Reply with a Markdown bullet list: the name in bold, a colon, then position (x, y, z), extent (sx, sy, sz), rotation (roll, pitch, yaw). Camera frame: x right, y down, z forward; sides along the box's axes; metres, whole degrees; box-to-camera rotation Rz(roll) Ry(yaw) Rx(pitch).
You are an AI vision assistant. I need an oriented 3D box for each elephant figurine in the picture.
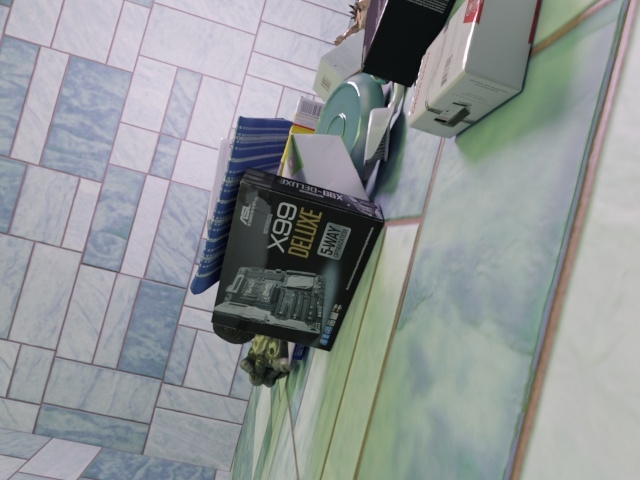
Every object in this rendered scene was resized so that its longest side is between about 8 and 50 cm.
- **elephant figurine**: position (-0.134, 0.339, 1.306), extent (0.169, 0.186, 0.239), rotation (-19, -28, -44)

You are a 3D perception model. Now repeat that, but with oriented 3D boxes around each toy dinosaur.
- **toy dinosaur**: position (0.151, -0.700, 1.278), extent (0.296, 0.127, 0.200), rotation (137, 155, -66)

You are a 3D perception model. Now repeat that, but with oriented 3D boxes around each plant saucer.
- **plant saucer**: position (0.048, -0.254, 1.032), extent (0.318, 0.044, 0.317), rotation (-34, 51, 56)

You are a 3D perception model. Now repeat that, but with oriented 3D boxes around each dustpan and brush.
- **dustpan and brush**: position (0.121, -0.220, 0.786), extent (0.147, 0.060, 0.211), rotation (51, -133, -83)

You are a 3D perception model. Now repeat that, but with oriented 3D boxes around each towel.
- **towel**: position (-0.152, -0.076, 0.817), extent (0.243, 0.040, 0.335), rotation (-48, -21, -69)

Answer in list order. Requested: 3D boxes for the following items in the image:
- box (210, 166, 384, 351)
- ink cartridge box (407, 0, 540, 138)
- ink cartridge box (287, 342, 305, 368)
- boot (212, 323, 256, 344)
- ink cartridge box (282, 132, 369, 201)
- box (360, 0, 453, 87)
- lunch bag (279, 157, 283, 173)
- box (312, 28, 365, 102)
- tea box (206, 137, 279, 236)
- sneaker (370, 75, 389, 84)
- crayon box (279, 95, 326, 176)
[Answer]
- **box**: position (-0.052, 0.045, 0.777), extent (0.076, 0.243, 0.307), rotation (-87, 15, -61)
- **ink cartridge box**: position (0.146, -0.174, 0.425), extent (0.135, 0.056, 0.099), rotation (157, 129, -81)
- **ink cartridge box**: position (-0.044, 0.207, 1.168), extent (0.224, 0.045, 0.223), rotation (-111, 36, -77)
- **boot**: position (-0.178, 0.118, 1.500), extent (0.367, 0.146, 0.445), rotation (-48, 10, 38)
- **ink cartridge box**: position (-0.023, -0.038, 0.960), extent (0.353, 0.119, 0.207), rotation (111, 150, -49)
- **box**: position (0.151, -0.426, 0.742), extent (0.184, 0.103, 0.261), rotation (118, 165, -49)
- **lunch bag**: position (-0.094, -0.324, 1.830), extent (0.212, 0.256, 0.305), rotation (144, 141, -79)
- **box**: position (0.076, -0.469, 1.163), extent (0.170, 0.091, 0.130), rotation (-41, -6, -21)
- **tea box**: position (-0.279, -0.133, 1.536), extent (0.323, 0.220, 0.328), rotation (117, 159, -63)
- **sneaker**: position (0.149, -0.423, 0.926), extent (0.076, 0.065, 0.166), rotation (137, 146, -70)
- **crayon box**: position (-0.027, -0.356, 1.592), extent (0.081, 0.202, 0.318), rotation (148, 137, -81)
